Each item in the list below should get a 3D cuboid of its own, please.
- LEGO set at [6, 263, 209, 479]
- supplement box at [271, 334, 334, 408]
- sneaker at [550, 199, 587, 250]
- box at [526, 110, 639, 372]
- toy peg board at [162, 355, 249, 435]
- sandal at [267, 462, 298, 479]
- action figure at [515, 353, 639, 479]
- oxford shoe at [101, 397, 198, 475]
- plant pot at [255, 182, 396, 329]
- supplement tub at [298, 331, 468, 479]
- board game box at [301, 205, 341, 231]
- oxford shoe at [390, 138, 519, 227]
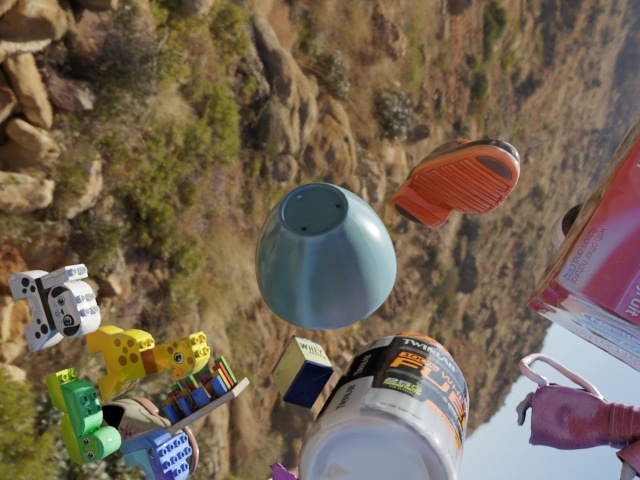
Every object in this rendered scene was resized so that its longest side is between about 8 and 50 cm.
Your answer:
[{"bbox_3d":[-0.126,0.114,0.476,0.093,0.227,0.087,-20,177,21],"label":"LEGO set"},{"bbox_3d":[-0.031,0.220,1.122,0.083,0.056,0.083,-60,-152,13],"label":"supplement box"},{"bbox_3d":[0.439,-0.048,0.888,0.269,0.101,0.153,-16,155,-33],"label":"sneaker"},{"bbox_3d":[0.321,-0.040,0.555,0.300,0.154,0.142,-56,166,-8],"label":"box"},{"bbox_3d":[-0.239,0.299,1.310,0.161,0.079,0.160,-31,176,1],"label":"toy peg board"},{"bbox_3d":[-0.051,0.407,1.063,0.416,0.169,0.102,91,-2,-70],"label":"sandal"},{"bbox_3d":[0.611,0.366,1.358,0.248,0.370,0.275,-18,105,-55],"label":"action figure"},{"bbox_3d":[-0.432,0.490,1.651,0.130,0.348,0.123,15,88,-45],"label":"oxford shoe"},{"bbox_3d":[0.000,0.000,1.307,0.290,0.290,0.195,-54,153,-29],"label":"plant pot"},{"bbox_3d":[0.108,0.268,0.977,0.207,0.207,0.338,-68,171,18],"label":"supplement tub"},{"bbox_3d":[-0.015,-0.008,1.315,0.169,0.133,0.033,-42,-164,30],"label":"board game box"},{"bbox_3d":[0.220,-0.120,1.086,0.132,0.130,0.364,-59,-170,-13],"label":"oxford shoe"}]
